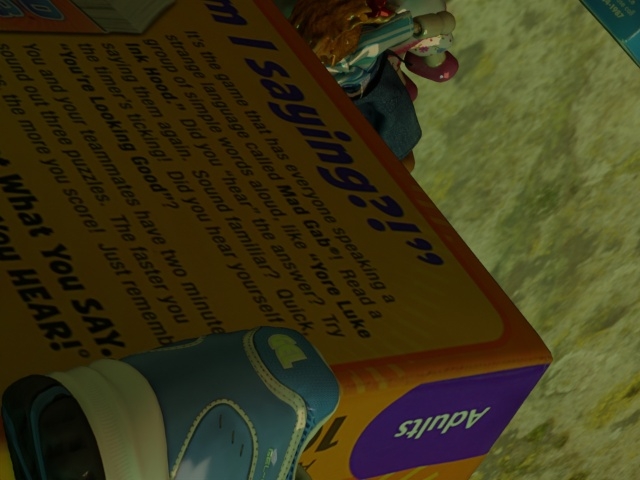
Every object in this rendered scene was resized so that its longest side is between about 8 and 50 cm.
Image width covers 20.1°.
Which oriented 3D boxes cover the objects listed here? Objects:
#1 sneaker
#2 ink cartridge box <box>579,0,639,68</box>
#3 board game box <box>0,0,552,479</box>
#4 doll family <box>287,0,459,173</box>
[{"bbox_3d":[-0.032,0.103,0.516,0.081,0.080,0.211,-22,146,-18],"label":"sneaker"},{"bbox_3d":[0.226,-0.212,0.986,0.231,0.134,0.078,-41,148,10],"label":"ink cartridge box"},{"bbox_3d":[-0.210,0.057,0.702,0.356,0.356,0.356,-5,137,-41],"label":"board game box"},{"bbox_3d":[-0.011,-0.068,0.964,0.263,0.118,0.163,-33,149,-5],"label":"doll family"}]
